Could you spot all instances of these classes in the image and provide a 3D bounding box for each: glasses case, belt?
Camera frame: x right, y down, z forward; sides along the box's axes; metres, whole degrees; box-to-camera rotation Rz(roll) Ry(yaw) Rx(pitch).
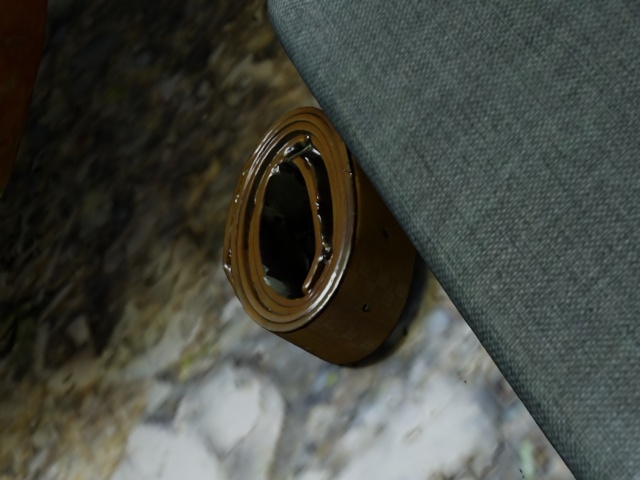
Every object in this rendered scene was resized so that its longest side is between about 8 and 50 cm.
[{"bbox_3d":[0.091,-0.018,0.503,0.131,0.074,0.323,-45,41,12],"label":"glasses case"},{"bbox_3d":[0.000,0.000,0.607,0.059,0.036,0.083,-35,43,30],"label":"belt"}]

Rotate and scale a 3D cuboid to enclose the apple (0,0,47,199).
[{"bbox_3d":[-0.248,-0.108,0.679,0.340,0.339,0.339,-24,49,30],"label":"apple"}]
